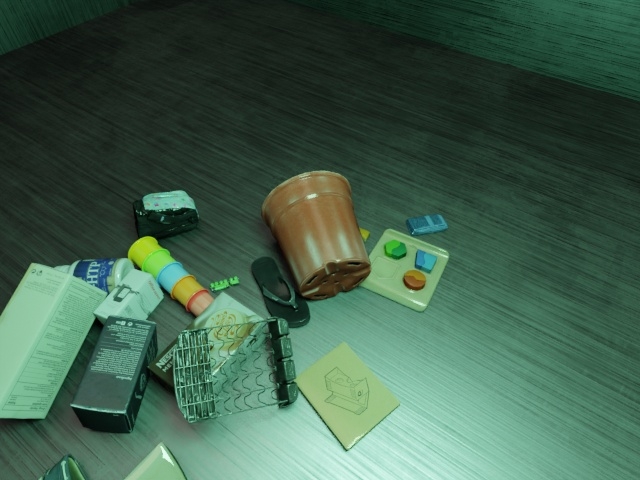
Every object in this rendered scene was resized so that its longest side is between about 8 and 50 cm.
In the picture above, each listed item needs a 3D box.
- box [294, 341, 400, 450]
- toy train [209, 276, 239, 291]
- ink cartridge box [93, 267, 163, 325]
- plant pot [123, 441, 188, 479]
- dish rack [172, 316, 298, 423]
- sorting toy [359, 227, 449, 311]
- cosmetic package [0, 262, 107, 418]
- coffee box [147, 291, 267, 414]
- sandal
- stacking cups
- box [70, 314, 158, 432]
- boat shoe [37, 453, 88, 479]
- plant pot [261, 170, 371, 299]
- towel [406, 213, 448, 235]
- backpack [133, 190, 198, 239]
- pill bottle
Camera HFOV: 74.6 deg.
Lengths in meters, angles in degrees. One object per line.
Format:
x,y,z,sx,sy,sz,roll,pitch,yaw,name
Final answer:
0.059,0.356,0.988,0.164,0.021,0.201,-31,56,-24,box
-0.270,0.124,1.187,0.083,0.017,0.023,-16,62,-14,toy train
-0.491,0.165,1.089,0.063,0.109,0.150,16,51,17,ink cartridge box
-0.318,0.482,0.828,0.096,0.109,0.109,38,58,14,plant pot
-0.182,0.278,0.921,0.272,0.074,0.208,-2,72,-27,dish rack
0.200,0.056,1.232,0.307,0.041,0.229,23,53,18,sorting toy
-0.635,0.226,0.947,0.113,0.160,0.309,15,68,11,cosmetic package
-0.262,0.265,1.011,0.141,0.098,0.246,29,55,22,coffee box
-0.120,0.135,1.152,0.097,0.054,0.254,-28,55,-22,sandal
-0.393,0.104,1.152,0.316,0.096,0.096,32,56,24,stacking cups
-0.446,0.297,0.935,0.108,0.153,0.207,12,48,-9,box
-0.446,0.518,0.802,0.254,0.095,0.079,28,65,32,boat shoe
0.000,0.000,1.152,0.272,0.272,0.265,-13,59,-12,plant pot
0.337,-0.053,1.334,0.119,0.029,0.067,-10,49,-8,towel
-0.468,-0.081,1.281,0.182,0.152,0.115,-14,59,-27,backpack
-0.614,0.106,1.137,0.187,0.112,0.112,-3,50,-2,pill bottle
